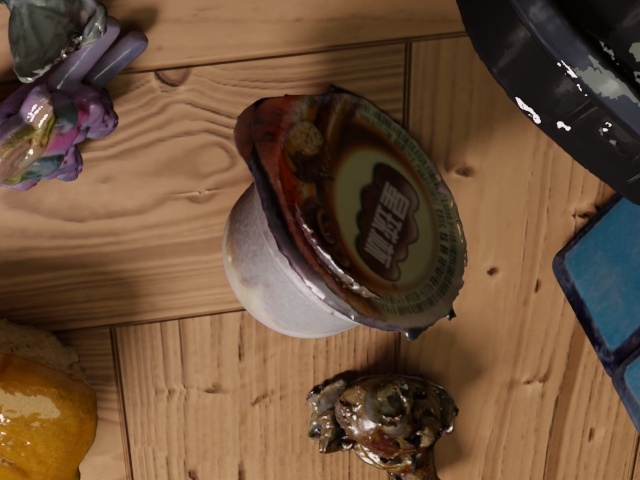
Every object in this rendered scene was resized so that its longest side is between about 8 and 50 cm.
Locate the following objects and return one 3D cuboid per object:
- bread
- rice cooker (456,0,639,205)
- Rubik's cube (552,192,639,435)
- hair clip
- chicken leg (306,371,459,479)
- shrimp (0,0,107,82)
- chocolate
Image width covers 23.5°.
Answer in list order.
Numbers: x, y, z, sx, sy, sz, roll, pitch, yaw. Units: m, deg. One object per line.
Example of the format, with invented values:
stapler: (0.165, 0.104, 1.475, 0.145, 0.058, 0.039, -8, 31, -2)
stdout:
bread: (-0.285, 0.171, 1.276, 0.174, 0.121, 0.245, 12, 126, -24)
rice cooker: (0.236, -0.171, 1.051, 0.224, 0.267, 0.267, -40, 127, 24)
Rubik's cube: (0.431, 0.067, 1.249, 0.313, 0.318, 0.316, 28, 116, -31)
hair clip: (-0.236, -0.058, 1.128, 0.278, 0.090, 0.137, -30, 164, 14)
chicken leg: (0.072, 0.179, 1.410, 0.125, 0.080, 0.196, -28, 138, 21)
shrimp: (-0.320, -0.219, 0.939, 0.410, 0.166, 0.221, 15, 138, -40)
chocolate: (-0.008, 0.000, 1.189, 0.221, 0.221, 0.147, 32, 134, -33)
